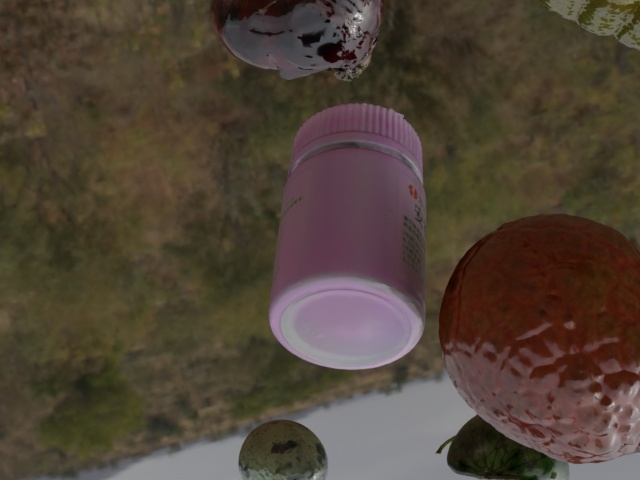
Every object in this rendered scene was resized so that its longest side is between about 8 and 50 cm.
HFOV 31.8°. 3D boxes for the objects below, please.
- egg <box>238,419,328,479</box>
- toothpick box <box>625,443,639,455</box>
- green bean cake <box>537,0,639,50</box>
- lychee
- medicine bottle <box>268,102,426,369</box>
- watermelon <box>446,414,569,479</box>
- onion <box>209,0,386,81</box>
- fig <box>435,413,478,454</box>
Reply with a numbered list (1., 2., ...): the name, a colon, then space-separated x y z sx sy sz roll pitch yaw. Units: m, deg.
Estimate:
1. egg: -0.057 0.370 1.856 0.141 0.141 0.182 -11 -172 -29
2. toothpick box: 0.440 0.178 1.470 0.204 0.204 0.333 -9 172 -37
3. green bean cake: 0.318 -0.287 0.974 0.233 0.236 0.124 22 176 6
4. lychee: 0.239 0.096 1.168 0.255 0.255 0.300 -12 -156 -20
5. medicine bottle: 0.038 -0.009 1.342 0.178 0.290 0.178 3 138 2
6. watermelon: 0.322 0.351 1.909 0.204 0.127 0.232 10 178 34
7. onion: -0.033 -0.357 1.726 0.281 0.221 0.281 -9 144 -7
8. fig: 0.302 0.366 2.090 0.166 0.093 0.093 -22 179 -39
